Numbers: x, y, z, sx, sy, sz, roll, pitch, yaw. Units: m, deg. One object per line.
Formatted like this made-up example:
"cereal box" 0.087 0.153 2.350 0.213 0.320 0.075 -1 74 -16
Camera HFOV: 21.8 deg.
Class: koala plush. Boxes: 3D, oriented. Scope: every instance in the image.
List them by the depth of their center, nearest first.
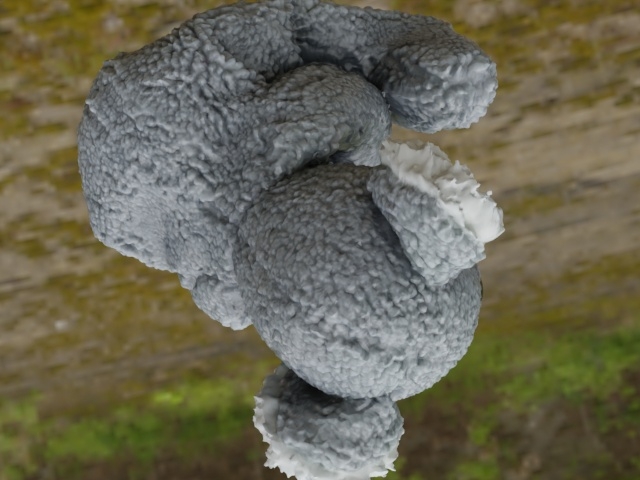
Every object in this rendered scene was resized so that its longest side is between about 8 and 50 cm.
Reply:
"koala plush" 0.000 0.000 0.798 0.203 0.221 0.196 12 118 -33
